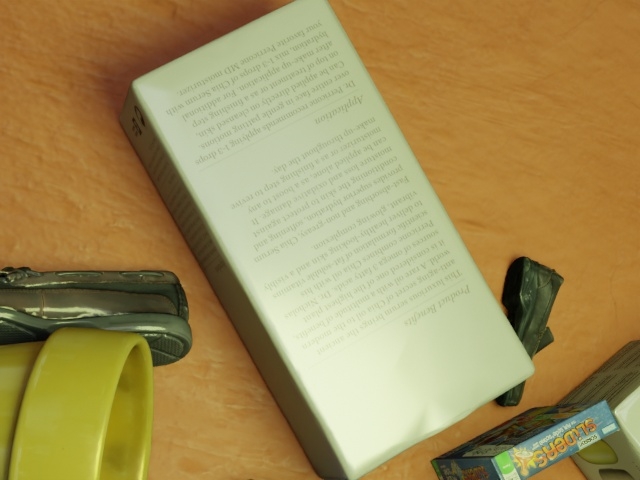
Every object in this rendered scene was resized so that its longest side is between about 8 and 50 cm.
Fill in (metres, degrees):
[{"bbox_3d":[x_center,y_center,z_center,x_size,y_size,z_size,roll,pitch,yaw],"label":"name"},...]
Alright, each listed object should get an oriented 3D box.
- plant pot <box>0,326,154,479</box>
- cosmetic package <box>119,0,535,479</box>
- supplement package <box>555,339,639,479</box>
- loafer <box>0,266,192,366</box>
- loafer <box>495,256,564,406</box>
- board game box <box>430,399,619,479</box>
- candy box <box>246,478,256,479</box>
[{"bbox_3d":[-0.300,0.202,1.320,0.239,0.254,0.254,6,79,3],"label":"plant pot"},{"bbox_3d":[0.000,0.000,1.449,0.230,0.161,0.453,-28,88,-15],"label":"cosmetic package"},{"bbox_3d":[0.378,0.216,1.478,0.149,0.203,0.194,-37,90,-15],"label":"supplement package"},{"bbox_3d":[-0.283,0.071,1.420,0.303,0.109,0.095,5,55,-16],"label":"loafer"},{"bbox_3d":[0.232,0.105,1.538,0.061,0.062,0.170,16,79,-14],"label":"loafer"},{"bbox_3d":[0.207,0.213,1.441,0.136,0.201,0.035,-24,87,-15],"label":"board game box"},{"bbox_3d":[0.017,0.431,1.406,0.268,0.122,0.317,18,77,-10],"label":"candy box"}]
